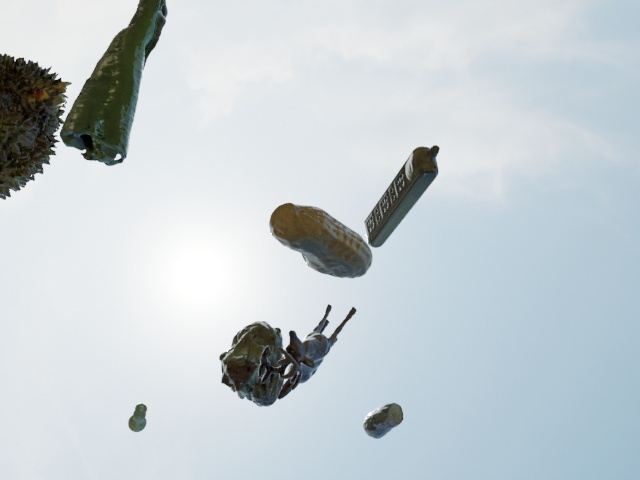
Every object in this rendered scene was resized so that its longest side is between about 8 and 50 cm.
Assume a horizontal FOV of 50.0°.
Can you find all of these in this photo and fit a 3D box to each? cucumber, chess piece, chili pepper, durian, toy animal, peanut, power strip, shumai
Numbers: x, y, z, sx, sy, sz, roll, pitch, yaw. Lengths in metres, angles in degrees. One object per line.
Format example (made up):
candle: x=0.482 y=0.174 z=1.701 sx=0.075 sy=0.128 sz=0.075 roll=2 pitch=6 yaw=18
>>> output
cucumber: x=0.152 y=0.428 z=1.642 sx=0.112 sy=0.064 sz=0.064 roll=-48 pitch=-155 yaw=41
chess piece: x=-0.406 y=0.393 z=1.537 sx=0.042 sy=0.093 sz=0.042 roll=11 pitch=-129 yaw=-13
chili pepper: x=-0.262 y=-0.260 z=0.924 sx=0.076 sy=0.085 sz=0.359 roll=-40 pitch=-142 yaw=53
durian: x=-0.590 y=-0.206 z=1.221 sx=0.293 sy=0.258 sz=0.258 roll=-56 pitch=-141 yaw=5
toy animal: x=-0.024 y=0.228 z=1.343 sx=0.087 sy=0.243 sz=0.260 roll=27 pitch=-131 yaw=18
peanut: x=0.000 y=0.000 z=1.099 sx=0.093 sy=0.194 sz=0.083 roll=-30 pitch=-142 yaw=48
power strip: x=0.210 y=-0.118 z=1.805 sx=0.387 sy=0.066 sz=0.092 roll=123 pitch=-33 yaw=-48
shumai: x=-0.219 y=0.370 z=2.028 sx=0.189 sy=0.218 sz=0.256 roll=-6 pitch=-94 yaw=29
